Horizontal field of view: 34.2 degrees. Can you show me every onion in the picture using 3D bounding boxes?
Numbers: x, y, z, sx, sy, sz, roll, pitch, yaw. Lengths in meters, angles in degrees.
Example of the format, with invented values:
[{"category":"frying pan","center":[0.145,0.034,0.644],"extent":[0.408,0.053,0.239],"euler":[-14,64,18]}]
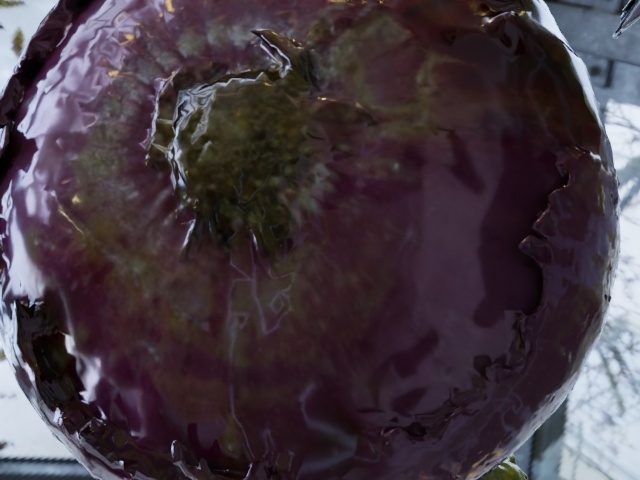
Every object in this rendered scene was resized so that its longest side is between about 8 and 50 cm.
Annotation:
[{"category":"onion","center":[-0.020,-0.014,0.612],"extent":[0.358,0.345,0.358],"euler":[1,-96,-9]}]

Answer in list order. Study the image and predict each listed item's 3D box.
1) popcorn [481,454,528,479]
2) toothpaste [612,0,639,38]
[{"category":"popcorn","center":[0.098,0.169,0.668],"extent":[0.083,0.059,0.068],"euler":[-32,-63,-15]},{"category":"toothpaste","center":[0.277,-0.215,0.766],"extent":[0.028,0.045,0.170],"euler":[43,-76,3]}]
